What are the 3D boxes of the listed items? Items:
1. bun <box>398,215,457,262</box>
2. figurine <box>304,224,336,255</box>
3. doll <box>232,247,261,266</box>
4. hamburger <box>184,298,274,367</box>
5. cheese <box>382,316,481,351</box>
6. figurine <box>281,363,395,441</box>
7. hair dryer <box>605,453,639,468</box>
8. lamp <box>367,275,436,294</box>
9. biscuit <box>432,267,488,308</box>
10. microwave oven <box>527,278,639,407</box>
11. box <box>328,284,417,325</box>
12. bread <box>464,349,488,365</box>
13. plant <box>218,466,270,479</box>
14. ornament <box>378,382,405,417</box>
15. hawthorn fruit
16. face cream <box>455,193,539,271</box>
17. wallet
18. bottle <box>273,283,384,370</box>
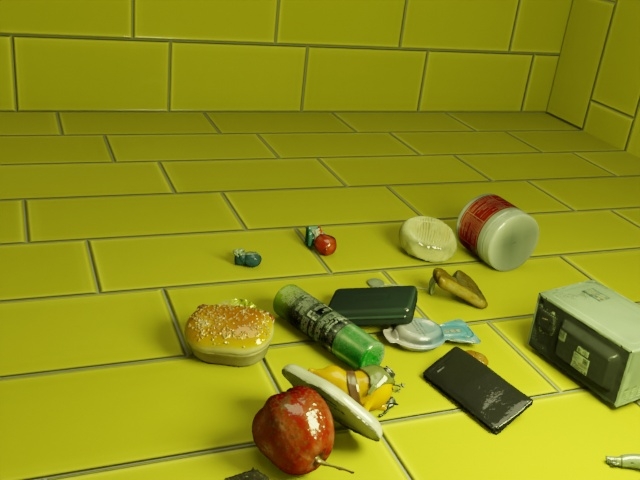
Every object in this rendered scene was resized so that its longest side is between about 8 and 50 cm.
[{"bbox_3d":[0.341,0.003,2.422,0.188,0.111,0.164,9,42,-2],"label":"bun"},{"bbox_3d":[0.000,0.000,2.376,0.075,0.068,0.140,-4,25,-29],"label":"figurine"},{"bbox_3d":[-0.214,0.051,2.236,0.083,0.050,0.076,8,7,7],"label":"doll"},{"bbox_3d":[-0.215,0.216,1.802,0.210,0.116,0.173,7,27,2],"label":"hamburger"},{"bbox_3d":[0.281,0.240,1.951,0.244,0.052,0.135,-1,27,-17],"label":"cheese"},{"bbox_3d":[0.056,0.291,1.581,0.250,0.166,0.141,33,69,14],"label":"figurine"},{"bbox_3d":[0.749,0.455,1.614,0.225,0.088,0.219,6,13,36],"label":"hair dryer"},{"bbox_3d":[0.237,0.120,2.204,0.198,0.056,0.050,5,28,5],"label":"lamp"},{"bbox_3d":[0.390,0.118,2.185,0.183,0.039,0.174,27,20,-23],"label":"biscuit"},{"bbox_3d":[0.700,0.252,1.880,0.237,0.181,0.295,-11,30,-29],"label":"microwave oven"},{"bbox_3d":[0.136,0.172,1.998,0.230,0.050,0.160,-4,20,15],"label":"box"},{"bbox_3d":[0.367,0.300,1.852,0.083,0.046,0.081,-4,24,-19],"label":"bread"},{"bbox_3d":[-0.151,0.459,1.332,0.094,0.092,0.143,29,24,26],"label":"plant"},{"bbox_3d":[0.152,0.351,1.711,0.125,0.028,0.073,-20,35,-41],"label":"ornament"},{"bbox_3d":[-0.036,0.388,1.471,0.162,0.162,0.203,-9,47,-31],"label":"hawthorn fruit"},{"bbox_3d":[0.562,-0.029,2.423,0.201,0.201,0.187,-6,28,-26],"label":"face cream"},{"bbox_3d":[0.357,0.336,1.744,0.124,0.025,0.244,-33,40,-20],"label":"wallet"},{"bbox_3d":[0.016,0.217,1.885,0.093,0.093,0.330,-15,33,-39],"label":"bottle"}]
